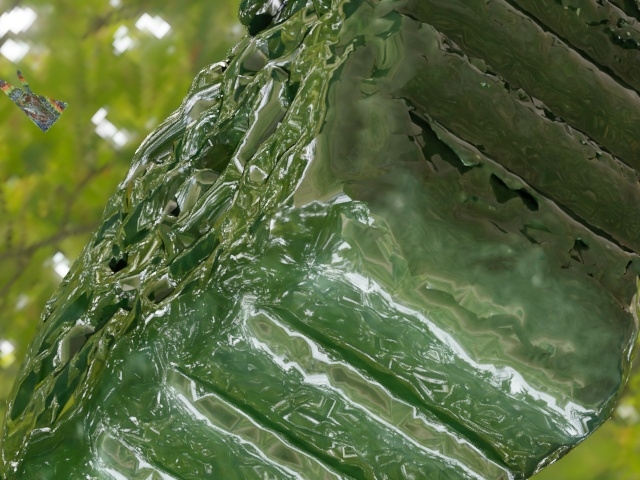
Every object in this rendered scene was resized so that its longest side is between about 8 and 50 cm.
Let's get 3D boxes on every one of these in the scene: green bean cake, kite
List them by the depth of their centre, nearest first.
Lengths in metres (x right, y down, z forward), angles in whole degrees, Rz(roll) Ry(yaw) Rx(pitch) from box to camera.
[{"bbox_3d":[0.000,0.000,0.848,0.169,0.308,0.300,35,-141,-17],"label":"green bean cake"},{"bbox_3d":[-0.316,-0.153,2.105,0.004,0.122,0.090,-48,-43,-30],"label":"kite"}]
